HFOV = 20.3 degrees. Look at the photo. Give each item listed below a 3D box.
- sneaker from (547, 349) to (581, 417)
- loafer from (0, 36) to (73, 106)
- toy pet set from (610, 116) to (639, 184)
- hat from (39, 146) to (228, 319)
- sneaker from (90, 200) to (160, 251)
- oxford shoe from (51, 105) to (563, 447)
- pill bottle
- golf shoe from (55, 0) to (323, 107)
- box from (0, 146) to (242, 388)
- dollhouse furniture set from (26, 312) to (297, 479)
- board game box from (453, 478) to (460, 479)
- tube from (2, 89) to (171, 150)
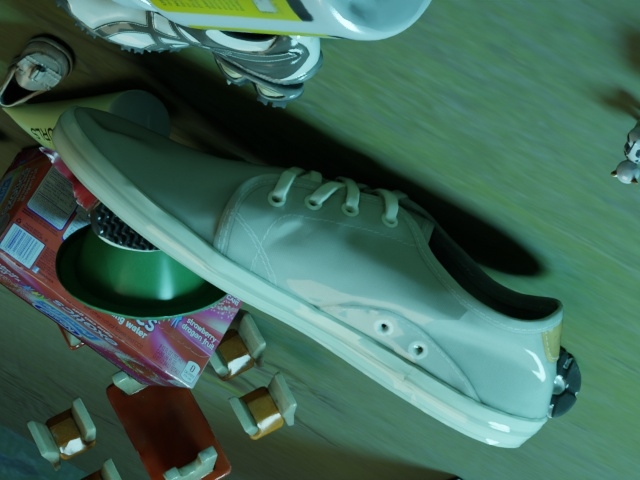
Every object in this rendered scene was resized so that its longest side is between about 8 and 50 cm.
[{"bbox_3d":[0.115,0.103,1.541,0.208,0.081,0.094,22,175,-21],"label":"sneaker"},{"bbox_3d":[-0.247,-0.141,1.540,0.045,0.039,0.125,36,160,-16],"label":"loafer"},{"bbox_3d":[0.232,-0.034,1.075,0.122,0.065,0.114,22,160,21],"label":"toy pet set"},{"bbox_3d":[-0.154,-0.045,1.606,0.173,0.208,0.184,2,120,-3],"label":"hat"},{"bbox_3d":[-0.120,-0.022,1.533,0.161,0.057,0.075,-11,178,-17],"label":"sneaker"},{"bbox_3d":[0.000,0.000,1.405,0.449,0.130,0.169,30,-165,1],"label":"oxford shoe"},{"bbox_3d":[-0.039,-0.178,1.022,0.208,0.119,0.119,10,153,44],"label":"pill bottle"},{"bbox_3d":[-0.088,-0.166,1.209,0.198,0.077,0.094,19,155,2],"label":"golf shoe"},{"bbox_3d":[-0.216,0.029,1.790,0.257,0.128,0.122,38,161,-24],"label":"box"},{"bbox_3d":[-0.190,0.159,1.945,0.259,0.262,0.135,60,170,16],"label":"dollhouse furniture set"},{"bbox_3d":[0.088,0.454,2.156,0.086,0.308,0.302,31,162,-6],"label":"board game box"},{"bbox_3d":[-0.207,-0.094,1.579,0.240,0.062,0.070,2,103,61],"label":"tube"}]
